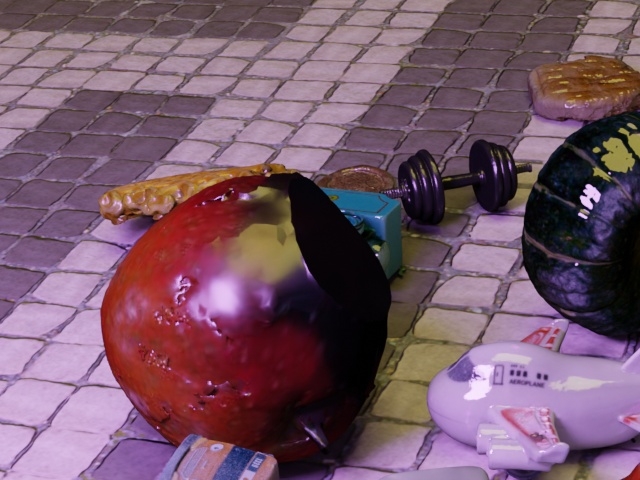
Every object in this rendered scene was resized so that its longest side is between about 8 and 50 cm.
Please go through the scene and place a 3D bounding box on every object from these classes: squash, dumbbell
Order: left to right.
[{"bbox_3d":[0.176,-0.076,2.121,0.209,0.099,0.099,-11,28,-13],"label":"dumbbell"},{"bbox_3d":[0.344,-0.019,1.812,0.252,0.252,0.165,-15,36,-18],"label":"squash"}]

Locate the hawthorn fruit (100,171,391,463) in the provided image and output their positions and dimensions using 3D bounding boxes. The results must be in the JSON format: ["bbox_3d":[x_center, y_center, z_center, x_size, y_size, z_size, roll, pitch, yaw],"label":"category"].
[{"bbox_3d":[-0.070,0.076,1.653,0.316,0.316,0.316,-4,27,2],"label":"hawthorn fruit"}]

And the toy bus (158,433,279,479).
[{"bbox_3d":[-0.081,0.266,1.408,0.103,0.182,0.091,6,29,17],"label":"toy bus"}]

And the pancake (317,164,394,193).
[{"bbox_3d":[0.050,-0.076,2.240,0.115,0.011,0.115,-4,29,2],"label":"pancake"}]

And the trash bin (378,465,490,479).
[{"bbox_3d":[0.112,0.268,1.503,0.116,0.059,0.130,-5,26,-3],"label":"trash bin"}]

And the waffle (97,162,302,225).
[{"bbox_3d":[-0.157,-0.065,2.146,0.254,0.052,0.245,-6,8,25],"label":"waffle"}]

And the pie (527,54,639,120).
[{"bbox_3d":[0.399,-0.227,2.433,0.195,0.046,0.195,-6,27,3],"label":"pie"}]

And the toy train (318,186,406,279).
[{"bbox_3d":[0.000,0.000,1.993,0.203,0.112,0.163,9,25,22],"label":"toy train"}]

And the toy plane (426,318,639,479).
[{"bbox_3d":[0.232,0.154,1.644,0.252,0.118,0.252,-6,25,3],"label":"toy plane"}]

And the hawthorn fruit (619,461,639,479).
[{"bbox_3d":[0.311,0.274,1.341,0.185,0.185,0.202,1,49,13],"label":"hawthorn fruit"}]
